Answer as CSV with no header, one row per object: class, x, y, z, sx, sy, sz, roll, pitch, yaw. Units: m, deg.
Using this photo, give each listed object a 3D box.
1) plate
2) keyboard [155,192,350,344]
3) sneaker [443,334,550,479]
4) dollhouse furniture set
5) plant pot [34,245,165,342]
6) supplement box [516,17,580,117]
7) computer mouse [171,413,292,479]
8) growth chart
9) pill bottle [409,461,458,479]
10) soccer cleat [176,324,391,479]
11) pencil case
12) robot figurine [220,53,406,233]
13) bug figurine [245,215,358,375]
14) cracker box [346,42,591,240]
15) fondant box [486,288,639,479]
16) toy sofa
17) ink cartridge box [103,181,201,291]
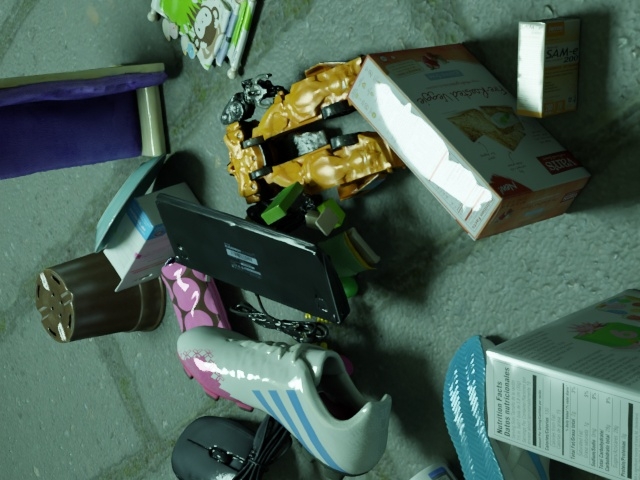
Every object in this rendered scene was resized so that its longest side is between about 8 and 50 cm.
plate,-0.300,-0.063,1.781,0.024,0.188,0.188,36,134,-4
keyboard,-0.086,0.045,1.530,0.317,0.033,0.202,19,137,39
sneaker,0.211,0.222,1.357,0.087,0.092,0.229,-43,50,49
dollhouse furniture set,0.000,0.000,1.450,0.076,0.058,0.152,-26,111,44
plant pot,-0.372,0.091,1.915,0.167,0.165,0.167,19,116,45
supplement box,0.240,-0.183,1.214,0.036,0.062,0.098,16,114,46
computer mouse,-0.155,0.317,1.754,0.072,0.188,0.272,38,158,-24
growth chart,-0.172,-0.335,1.670,0.237,0.021,0.172,40,130,35
pill bottle,0.164,0.355,1.451,0.137,0.078,0.078,54,135,24
soccer cleat,-0.043,0.173,1.508,0.331,0.116,0.143,31,121,24
pencil case,-0.170,0.118,1.756,0.098,0.095,0.209,-26,84,33
robot figurine,-0.014,-0.127,1.492,0.291,0.085,0.211,-15,89,46
bug figurine,-0.039,0.106,1.613,0.216,0.072,0.279,14,107,39
cracker box,0.160,-0.114,1.254,0.232,0.155,0.067,51,134,25
fondant box,0.352,0.144,1.050,0.330,0.238,0.096,14,113,46
toy sofa,-0.405,-0.175,1.722,0.177,0.362,0.150,10,108,52
ink cartridge box,-0.269,-0.004,1.812,0.062,0.104,0.181,53,135,16
